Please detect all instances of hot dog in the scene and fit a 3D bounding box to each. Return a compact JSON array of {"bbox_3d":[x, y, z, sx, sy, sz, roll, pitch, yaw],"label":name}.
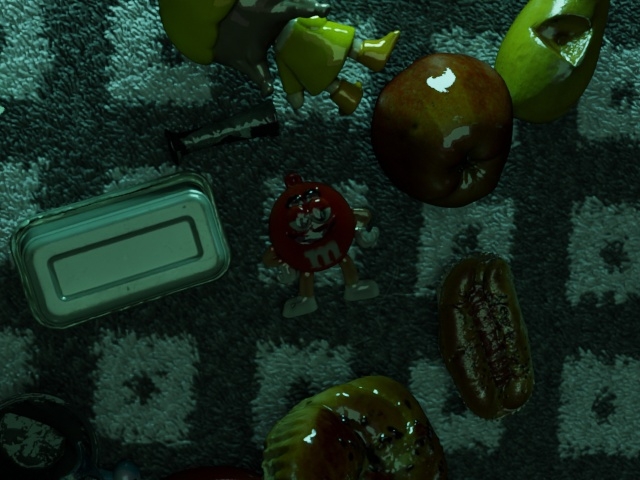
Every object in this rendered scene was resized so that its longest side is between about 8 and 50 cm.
[{"bbox_3d":[0.075,0.388,1.810,0.196,0.367,0.365,-29,92,35],"label":"hot dog"},{"bbox_3d":[0.254,0.151,1.935,0.144,0.075,0.268,-15,98,-12],"label":"hot dog"}]

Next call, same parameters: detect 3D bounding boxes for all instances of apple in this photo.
[{"bbox_3d":[0.183,-0.157,1.833,0.234,0.234,0.234,-1,93,-11],"label":"apple"}]

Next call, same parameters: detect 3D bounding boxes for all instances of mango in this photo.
[{"bbox_3d":[0.359,-0.302,1.894,0.130,0.167,0.262,24,85,-25],"label":"mango"}]

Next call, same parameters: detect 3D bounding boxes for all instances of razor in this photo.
[{"bbox_3d":[-0.392,0.350,1.682,0.190,0.033,0.066,-30,99,-7],"label":"razor"}]

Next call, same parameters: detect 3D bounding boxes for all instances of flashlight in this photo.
[{"bbox_3d":[-0.333,0.357,1.851,0.129,0.051,0.051,-3,94,-4],"label":"flashlight"}]

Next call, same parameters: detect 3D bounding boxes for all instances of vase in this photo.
[{"bbox_3d":[-0.146,-0.161,1.850,0.167,0.059,0.059,-17,96,-9],"label":"vase"}]

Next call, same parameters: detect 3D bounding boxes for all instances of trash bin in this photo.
[{"bbox_3d":[-0.410,0.288,1.771,0.175,0.161,0.175,-1,95,-13],"label":"trash bin"}]

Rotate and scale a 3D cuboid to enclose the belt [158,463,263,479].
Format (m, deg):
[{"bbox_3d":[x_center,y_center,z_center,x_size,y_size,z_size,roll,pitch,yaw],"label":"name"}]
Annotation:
[{"bbox_3d":[-0.177,0.456,1.852,0.323,0.115,0.227,-4,92,-12],"label":"belt"}]

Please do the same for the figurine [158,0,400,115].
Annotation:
[{"bbox_3d":[-0.064,-0.319,1.805,0.343,0.187,0.215,25,100,-18],"label":"figurine"}]

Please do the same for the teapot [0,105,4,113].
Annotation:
[{"bbox_3d":[-0.549,-0.263,1.721,0.183,0.183,0.251,-32,111,-8],"label":"teapot"}]

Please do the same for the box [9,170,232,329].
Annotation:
[{"bbox_3d":[-0.282,0.019,1.771,0.311,0.182,0.175,-17,96,-9],"label":"box"}]

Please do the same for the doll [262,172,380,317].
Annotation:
[{"bbox_3d":[0.000,0.000,1.875,0.183,0.085,0.217,-14,105,-9],"label":"doll"}]
